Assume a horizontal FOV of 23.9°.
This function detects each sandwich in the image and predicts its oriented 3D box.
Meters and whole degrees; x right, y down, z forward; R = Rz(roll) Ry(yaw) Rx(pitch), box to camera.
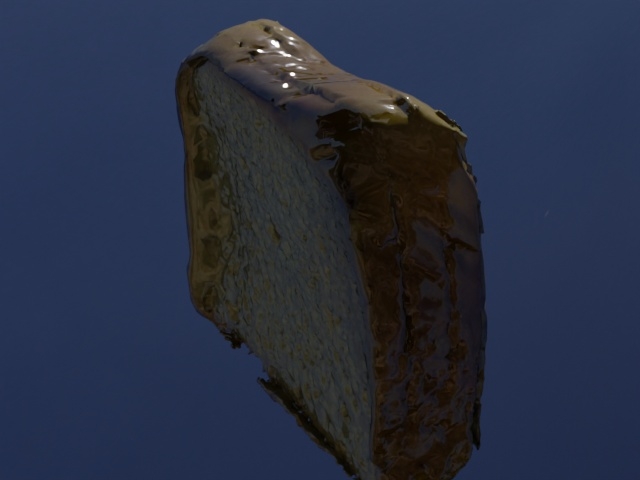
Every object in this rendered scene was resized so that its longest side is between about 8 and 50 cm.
[{"bbox_3d":[0.001,0.000,0.873,0.087,0.251,0.226,-19,-60,-23],"label":"sandwich"}]
